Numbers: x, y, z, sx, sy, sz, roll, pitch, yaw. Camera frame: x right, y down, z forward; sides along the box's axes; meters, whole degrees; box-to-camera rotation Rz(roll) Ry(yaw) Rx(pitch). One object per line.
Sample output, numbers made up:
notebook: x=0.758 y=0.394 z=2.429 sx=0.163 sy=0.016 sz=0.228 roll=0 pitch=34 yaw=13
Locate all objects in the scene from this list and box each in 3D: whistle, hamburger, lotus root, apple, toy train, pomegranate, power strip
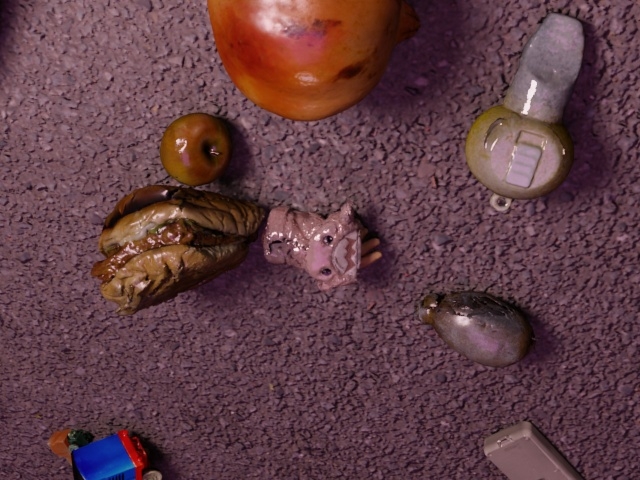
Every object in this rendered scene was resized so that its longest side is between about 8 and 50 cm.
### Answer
whistle: x=0.230 y=-0.138 z=1.025 sx=0.123 sy=0.123 sz=0.223 roll=16 pitch=106 yaw=-1
hamburger: x=-0.177 y=-0.001 z=1.143 sx=0.183 sy=0.206 sz=0.130 roll=-27 pitch=84 yaw=29
lotus root: x=0.201 y=0.110 z=1.211 sx=0.165 sy=0.088 sz=0.088 roll=22 pitch=127 yaw=7
apple: x=-0.149 y=-0.109 z=1.111 sx=0.074 sy=0.089 sz=0.089 roll=25 pitch=134 yaw=33
toy train: x=-0.324 y=0.401 z=1.491 sx=0.131 sy=0.083 sz=0.204 roll=-18 pitch=134 yaw=-27
pomegranate: x=-0.013 y=-0.228 z=0.938 sx=0.209 sy=0.209 sz=0.209 roll=5 pitch=126 yaw=7
toy train: x=-0.392 y=0.351 z=1.521 sx=0.064 sy=0.044 sz=0.103 roll=-14 pitch=119 yaw=24
power strip: x=0.322 y=0.341 z=1.379 sx=0.081 sy=0.035 sz=0.192 roll=-33 pitch=114 yaw=28

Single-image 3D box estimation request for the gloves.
gloves: x=-0.004 y=0.007 z=1.170 sx=0.144 sy=0.094 sz=0.110 roll=-5 pitch=113 yaw=24
